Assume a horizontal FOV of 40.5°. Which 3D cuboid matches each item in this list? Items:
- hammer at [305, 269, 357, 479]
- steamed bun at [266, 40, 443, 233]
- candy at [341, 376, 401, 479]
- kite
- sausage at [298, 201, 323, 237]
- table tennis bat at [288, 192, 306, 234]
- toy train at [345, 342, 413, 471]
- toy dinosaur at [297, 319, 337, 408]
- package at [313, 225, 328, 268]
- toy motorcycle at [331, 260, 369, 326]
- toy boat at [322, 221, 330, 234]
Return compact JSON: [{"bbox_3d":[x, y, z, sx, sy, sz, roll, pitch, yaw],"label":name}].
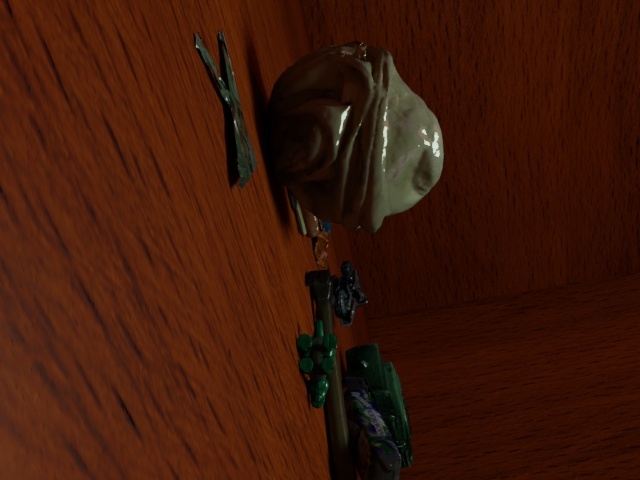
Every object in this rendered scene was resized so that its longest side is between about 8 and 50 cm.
[{"bbox_3d":[0.024,0.251,1.525,0.168,0.044,0.440,75,6,-59],"label":"hammer"},{"bbox_3d":[0.025,-0.142,1.315,0.268,0.207,0.280,-34,-98,53],"label":"steamed bun"},{"bbox_3d":[0.080,0.341,1.534,0.312,0.061,0.088,-120,-146,-74],"label":"candy"},{"bbox_3d":[-0.103,-0.155,0.974,0.250,0.012,0.229,71,7,-63],"label":"kite"},{"bbox_3d":[-0.029,-0.092,1.645,0.047,0.040,0.177,-64,142,-81],"label":"sausage"},{"bbox_3d":[-0.047,-0.080,1.557,0.087,0.013,0.157,-94,172,-62],"label":"table tennis bat"},{"bbox_3d":[0.125,0.378,2.012,0.330,0.138,0.178,-95,170,-55],"label":"toy train"},{"bbox_3d":[-0.004,0.178,1.295,0.096,0.059,0.132,89,3,-59],"label":"toy dinosaur"},{"bbox_3d":[0.001,0.000,1.881,0.077,0.033,0.111,91,-2,-55],"label":"package"},{"bbox_3d":[0.065,0.141,2.119,0.213,0.082,0.122,-72,143,-63],"label":"toy motorcycle"},{"bbox_3d":[0.029,-0.122,2.193,0.299,0.092,0.134,-94,176,-59],"label":"toy boat"}]
